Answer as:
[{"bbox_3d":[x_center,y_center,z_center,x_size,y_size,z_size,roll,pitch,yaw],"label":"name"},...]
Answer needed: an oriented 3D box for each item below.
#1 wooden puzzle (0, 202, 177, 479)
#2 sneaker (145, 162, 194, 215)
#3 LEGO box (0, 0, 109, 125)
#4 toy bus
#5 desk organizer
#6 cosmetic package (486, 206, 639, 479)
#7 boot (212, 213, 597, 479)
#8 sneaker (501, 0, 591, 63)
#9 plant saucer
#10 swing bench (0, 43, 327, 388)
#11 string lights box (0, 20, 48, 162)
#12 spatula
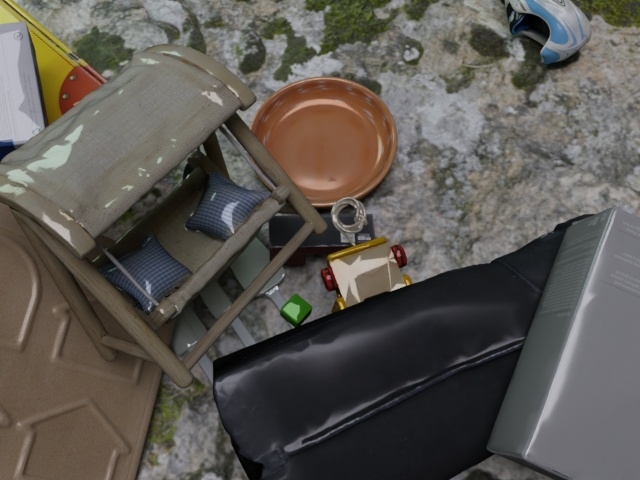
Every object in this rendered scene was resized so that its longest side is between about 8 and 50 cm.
[{"bbox_3d":[-0.323,0.137,0.836,0.080,0.322,0.348,-14,59,42],"label":"wooden puzzle"},{"bbox_3d":[-0.179,-0.035,0.983,0.089,0.051,0.170,7,58,-34],"label":"sneaker"},{"bbox_3d":[-0.530,-0.161,1.006,0.500,0.193,0.372,40,74,18],"label":"LEGO box"},{"bbox_3d":[0.062,0.085,0.909,0.191,0.104,0.202,25,70,4],"label":"toy bus"},{"bbox_3d":[0.000,0.000,0.970,0.130,0.050,0.047,-1,60,-5],"label":"desk organizer"},{"bbox_3d":[0.256,0.105,0.693,0.127,0.107,0.238,27,80,-2],"label":"cosmetic package"},{"bbox_3d":[0.154,0.209,0.772,0.445,0.146,0.367,-21,81,-15],"label":"boot"},{"bbox_3d":[0.285,-0.349,1.101,0.086,0.085,0.237,-29,64,-1],"label":"sneaker"},{"bbox_3d":[0.003,-0.128,1.045,0.200,0.037,0.200,-1,67,3],"label":"plant saucer"},{"bbox_3d":[-0.166,-0.036,0.804,0.165,0.255,0.253,6,45,43],"label":"swing bench"},{"bbox_3d":[-0.423,-0.138,0.803,0.259,0.077,0.133,-10,84,-14],"label":"string lights box"},{"bbox_3d":[-0.085,0.121,0.951,0.168,0.019,0.242,-34,68,-12],"label":"spatula"}]
